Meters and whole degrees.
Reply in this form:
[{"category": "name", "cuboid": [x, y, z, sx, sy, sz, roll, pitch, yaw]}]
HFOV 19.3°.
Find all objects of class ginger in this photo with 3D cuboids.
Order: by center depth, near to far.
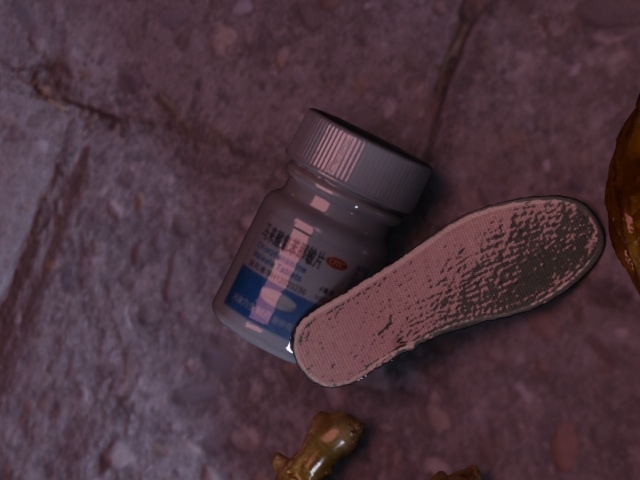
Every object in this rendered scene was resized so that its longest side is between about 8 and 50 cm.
[{"category": "ginger", "cuboid": [0.039, 0.201, 1.309, 0.176, 0.052, 0.193, -45, 48, 19]}]

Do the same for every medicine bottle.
[{"category": "medicine bottle", "cuboid": [0.000, 0.000, 1.355, 0.105, 0.105, 0.168, 31, 97, 38]}]

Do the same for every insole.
[{"category": "insole", "cuboid": [0.085, 0.032, 1.291, 0.232, 0.003, 0.080, -26, 80, 8]}]

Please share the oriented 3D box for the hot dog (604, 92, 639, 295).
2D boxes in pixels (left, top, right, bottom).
[{"category": "hot dog", "cuboid": [0.272, -0.009, 1.144, 0.175, 0.114, 0.259, -35, 59, 27]}]
